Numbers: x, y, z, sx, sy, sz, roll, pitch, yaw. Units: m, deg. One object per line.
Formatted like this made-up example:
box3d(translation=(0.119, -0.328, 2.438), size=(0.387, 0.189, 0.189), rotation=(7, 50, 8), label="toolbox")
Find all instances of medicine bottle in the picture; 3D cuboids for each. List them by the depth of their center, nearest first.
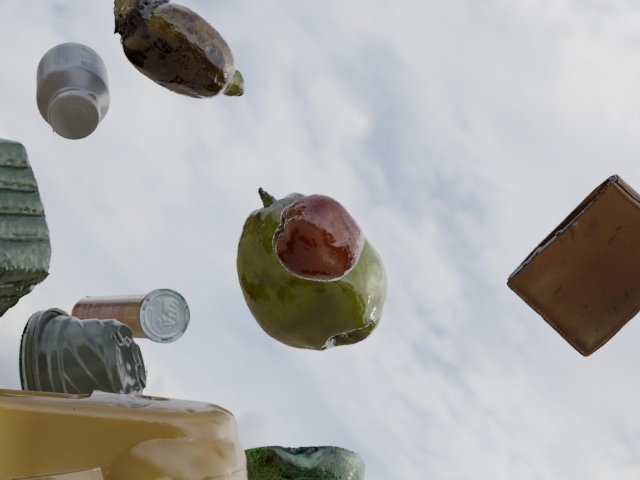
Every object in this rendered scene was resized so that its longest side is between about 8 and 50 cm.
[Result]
box3d(translation=(-0.459, -0.272, 2.308), size=(0.135, 0.135, 0.215), rotation=(57, 6, -31), label="medicine bottle")
box3d(translation=(-0.407, 0.160, 2.581), size=(0.108, 0.108, 0.426), rotation=(50, -26, -17), label="medicine bottle")

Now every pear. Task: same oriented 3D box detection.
box3d(translation=(-0.032, 0.054, 2.529), size=(0.375, 0.287, 0.287), rotation=(60, -21, 6), label="pear")

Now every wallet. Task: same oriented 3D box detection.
box3d(translation=(0.345, 0.032, 1.533), size=(0.161, 0.195, 0.042), rotation=(40, 13, -15), label="wallet")

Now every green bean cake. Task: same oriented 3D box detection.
box3d(translation=(-0.460, -0.002, 1.591), size=(0.227, 0.125, 0.222), rotation=(-31, -108, 34), label="green bean cake")

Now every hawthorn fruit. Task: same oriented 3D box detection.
box3d(translation=(0.000, 0.000, 1.887), size=(0.138, 0.133, 0.133), rotation=(22, -17, -16), label="hawthorn fruit")

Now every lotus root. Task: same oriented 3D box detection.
box3d(translation=(-0.259, -0.346, 2.300), size=(0.314, 0.141, 0.169), rotation=(33, -17, -32), label="lotus root")

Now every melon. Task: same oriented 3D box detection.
box3d(translation=(-0.044, 0.394, 1.918), size=(0.265, 0.129, 0.169), rotation=(2, -27, -13), label="melon")

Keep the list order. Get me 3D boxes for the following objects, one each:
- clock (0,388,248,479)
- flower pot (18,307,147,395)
box3d(translation=(-0.241, 0.263, 1.435), size=(0.244, 0.317, 0.200), rotation=(168, -80, -80), label="clock")
box3d(translation=(-0.356, 0.207, 1.924), size=(0.140, 0.235, 0.235), rotation=(-11, -42, 10), label="flower pot")
